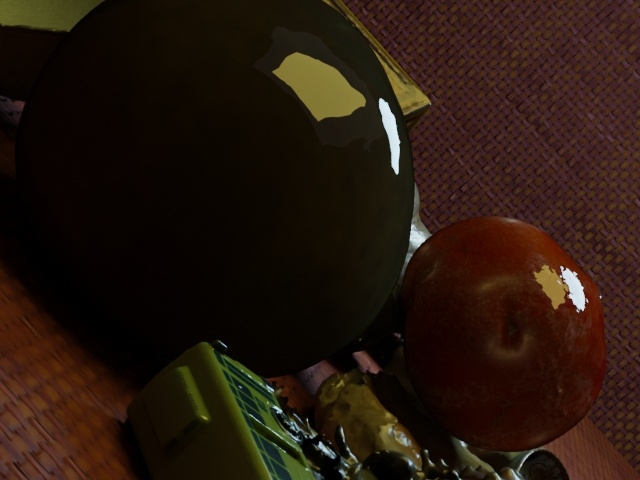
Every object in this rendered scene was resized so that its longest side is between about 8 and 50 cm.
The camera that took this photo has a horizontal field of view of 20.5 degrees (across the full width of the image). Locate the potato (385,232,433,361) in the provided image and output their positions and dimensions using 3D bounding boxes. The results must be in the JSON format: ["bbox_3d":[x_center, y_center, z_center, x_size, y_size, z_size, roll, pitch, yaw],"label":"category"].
[{"bbox_3d":[0.113,0.081,2.214,0.262,0.165,0.165,53,7,-10],"label":"potato"}]

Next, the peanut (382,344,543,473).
[{"bbox_3d":[0.164,0.187,1.965,0.153,0.140,0.325,14,-12,31],"label":"peanut"}]

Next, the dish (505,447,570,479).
[{"bbox_3d":[0.217,0.303,1.970,0.141,0.078,0.141,14,72,-52],"label":"dish"}]

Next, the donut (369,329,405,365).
[{"bbox_3d":[0.030,0.024,2.003,0.270,0.103,0.269,43,-8,8],"label":"donut"}]

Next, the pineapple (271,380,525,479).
[{"bbox_3d":[0.085,0.228,1.372,0.361,0.175,0.175,29,13,-18],"label":"pineapple"}]

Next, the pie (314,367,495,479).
[{"bbox_3d":[0.119,0.248,1.649,0.339,0.083,0.339,47,10,-11],"label":"pie"}]

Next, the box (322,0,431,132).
[{"bbox_3d":[-0.056,-0.085,1.580,0.084,0.301,0.193,-25,69,-45],"label":"box"}]

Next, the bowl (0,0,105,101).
[{"bbox_3d":[-0.246,-0.209,1.549,0.313,0.146,0.313,7,37,-5],"label":"bowl"}]

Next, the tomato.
[{"bbox_3d":[0.180,0.086,1.707,0.232,0.189,0.232,-10,90,-77],"label":"tomato"}]

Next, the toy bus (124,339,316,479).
[{"bbox_3d":[-0.058,0.149,1.150,0.101,0.088,0.175,40,12,-38],"label":"toy bus"}]

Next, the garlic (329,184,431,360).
[{"bbox_3d":[0.000,0.000,1.787,0.160,0.245,0.245,5,-28,46],"label":"garlic"}]

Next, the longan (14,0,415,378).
[{"bbox_3d":[-0.073,-0.049,1.344,0.319,0.319,0.319,47,8,-8],"label":"longan"}]
